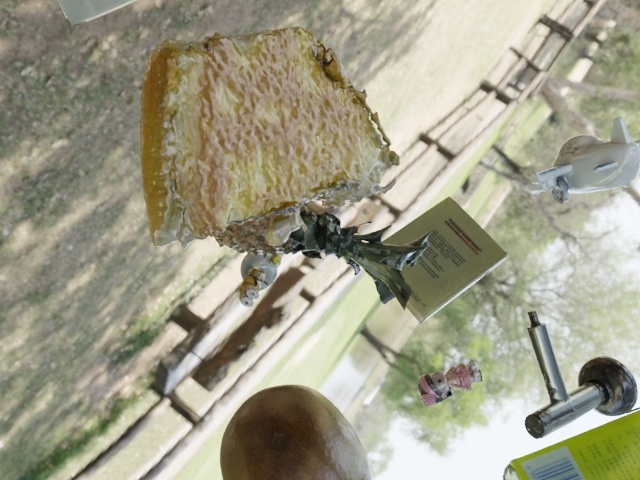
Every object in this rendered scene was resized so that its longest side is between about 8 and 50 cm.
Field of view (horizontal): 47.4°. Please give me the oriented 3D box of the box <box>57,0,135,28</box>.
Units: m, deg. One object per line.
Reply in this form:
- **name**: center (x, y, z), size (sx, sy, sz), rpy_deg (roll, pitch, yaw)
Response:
- **box**: center (-0.262, -0.418, 0.943), size (0.106, 0.299, 0.200), rpy_deg (-46, 121, -39)

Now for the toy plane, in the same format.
- **toy plane**: center (0.522, -0.149, 1.381), size (0.266, 0.123, 0.267), rpy_deg (-18, 179, 0)

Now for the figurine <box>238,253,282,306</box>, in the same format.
- **figurine**: center (-0.113, 0.066, 1.269), size (0.101, 0.068, 0.143), rpy_deg (-46, -165, 48)

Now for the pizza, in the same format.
- **pizza**: center (-0.034, -0.092, 0.651), size (0.297, 0.071, 0.189), rpy_deg (-13, 99, -42)

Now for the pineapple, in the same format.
- **pineapple**: center (0.000, 0.000, 0.928), size (0.119, 0.277, 0.130), rpy_deg (-73, -176, -48)

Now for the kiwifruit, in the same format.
- **kiwifruit**: center (-0.038, 0.306, 1.003), size (0.195, 0.234, 0.196), rpy_deg (-13, 132, -14)

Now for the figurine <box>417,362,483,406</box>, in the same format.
- **figurine**: center (0.249, 0.280, 1.404), size (0.129, 0.072, 0.054), rpy_deg (-14, 130, -6)

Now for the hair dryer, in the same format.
- **hair dryer**: center (0.617, 0.311, 1.764), size (0.320, 0.155, 0.284), rpy_deg (-3, 95, -36)

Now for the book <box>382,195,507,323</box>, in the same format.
- **book**: center (0.207, 0.028, 1.310), size (0.230, 0.161, 0.026), rpy_deg (-32, 160, -28)

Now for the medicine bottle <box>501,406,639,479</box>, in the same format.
- **medicine bottle**: center (0.432, 0.382, 1.161), size (0.250, 0.141, 0.137), rpy_deg (-19, 144, -4)
